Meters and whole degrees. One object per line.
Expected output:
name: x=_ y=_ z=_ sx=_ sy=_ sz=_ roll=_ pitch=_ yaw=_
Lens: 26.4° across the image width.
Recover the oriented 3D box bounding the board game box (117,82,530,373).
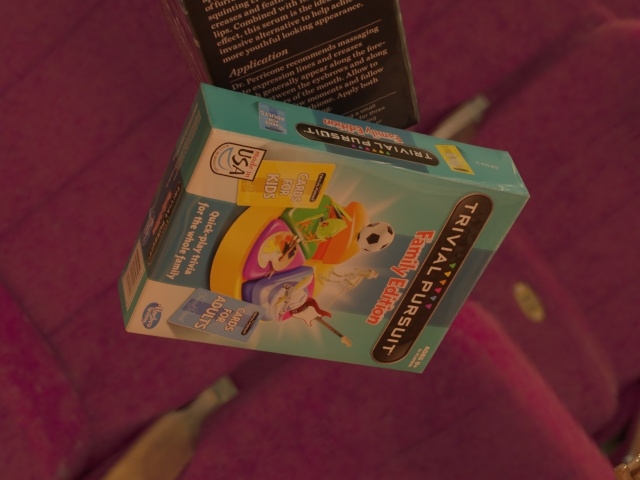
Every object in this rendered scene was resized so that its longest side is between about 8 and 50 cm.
board game box: x=0.000 y=0.000 z=1.355 sx=0.336 sy=0.254 sz=0.079 roll=10 pitch=37 yaw=-24

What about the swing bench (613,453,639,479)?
swing bench: x=0.624 y=0.346 z=2.025 sx=0.253 sy=0.254 sz=0.165 roll=-31 pitch=97 yaw=-24

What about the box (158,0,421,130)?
box: x=-0.068 y=-0.301 z=1.413 sx=0.395 sy=0.212 sz=0.293 roll=73 pitch=-9 yaw=-50
